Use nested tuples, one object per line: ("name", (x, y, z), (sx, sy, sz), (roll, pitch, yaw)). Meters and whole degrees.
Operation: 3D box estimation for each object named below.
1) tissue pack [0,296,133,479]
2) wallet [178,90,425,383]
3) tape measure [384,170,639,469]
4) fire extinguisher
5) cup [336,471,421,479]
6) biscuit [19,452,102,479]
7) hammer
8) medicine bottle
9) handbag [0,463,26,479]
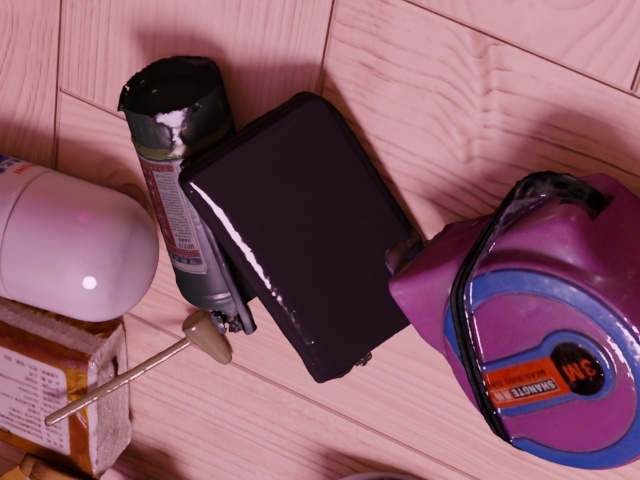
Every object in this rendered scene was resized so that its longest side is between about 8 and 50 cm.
("tissue pack", (-0.307, 0.132, 1.972), (0.226, 0.092, 0.183), (18, 135, 18))
("wallet", (0.000, 0.000, 1.635), (0.149, 0.044, 0.250), (-34, 115, 1))
("tape measure", (0.201, 0.057, 1.539), (0.231, 0.149, 0.245), (-23, 105, 47))
("fire extinguisher", (-0.099, -0.015, 1.703), (0.118, 0.093, 0.294), (48, 157, 52))
("cup", (0.084, 0.356, 1.872), (0.241, 0.185, 0.226), (-3, 138, -4))
("biscuit", (-0.199, 0.279, 2.004), (0.240, 0.035, 0.158), (22, 177, -10))
("hammer", (-0.179, 0.138, 1.869), (0.195, 0.028, 0.060), (-30, 115, 9))
("medicine bottle", (-0.310, -0.017, 1.813), (0.341, 0.130, 0.130), (18, 134, 21))
("handbag", (-0.374, 0.418, 2.204), (0.283, 0.133, 0.401), (60, 146, 3))
